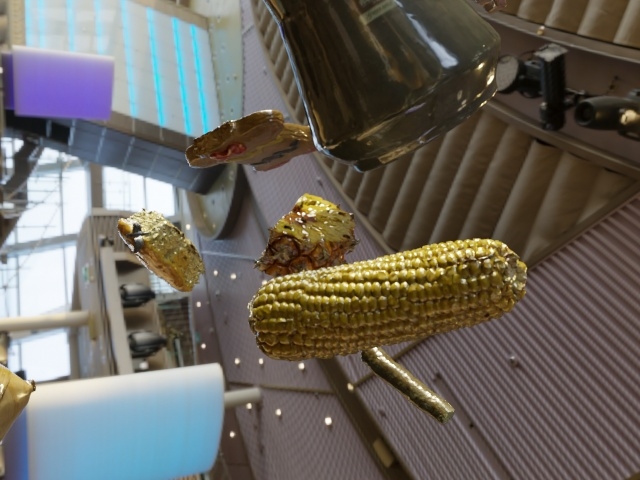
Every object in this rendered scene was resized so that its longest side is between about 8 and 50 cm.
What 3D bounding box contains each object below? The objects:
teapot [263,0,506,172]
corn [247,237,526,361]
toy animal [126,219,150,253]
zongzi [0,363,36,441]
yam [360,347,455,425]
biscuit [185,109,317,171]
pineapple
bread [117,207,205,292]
[{"bbox_3d":[0.090,-0.332,0.839,0.362,0.376,0.305,57,-12,-14],"label":"teapot"},{"bbox_3d":[0.061,0.065,0.595,0.293,0.106,0.106,-13,-103,21],"label":"corn"},{"bbox_3d":[-0.420,-0.012,1.341,0.028,0.050,0.084,-26,-103,43],"label":"toy animal"},{"bbox_3d":[-0.396,0.152,0.550,0.194,0.197,0.099,-52,-178,21],"label":"zongzi"},{"bbox_3d":[0.199,0.334,1.363,0.274,0.061,0.061,34,-58,40],"label":"yam"},{"bbox_3d":[-0.185,-0.273,1.737,0.368,0.394,0.076,-18,-99,33],"label":"biscuit"},{"bbox_3d":[-0.001,0.001,0.887,0.079,0.135,0.233,-61,176,29],"label":"pineapple"},{"bbox_3d":[-0.408,0.025,1.495,0.174,0.121,0.245,19,-25,39],"label":"bread"}]
